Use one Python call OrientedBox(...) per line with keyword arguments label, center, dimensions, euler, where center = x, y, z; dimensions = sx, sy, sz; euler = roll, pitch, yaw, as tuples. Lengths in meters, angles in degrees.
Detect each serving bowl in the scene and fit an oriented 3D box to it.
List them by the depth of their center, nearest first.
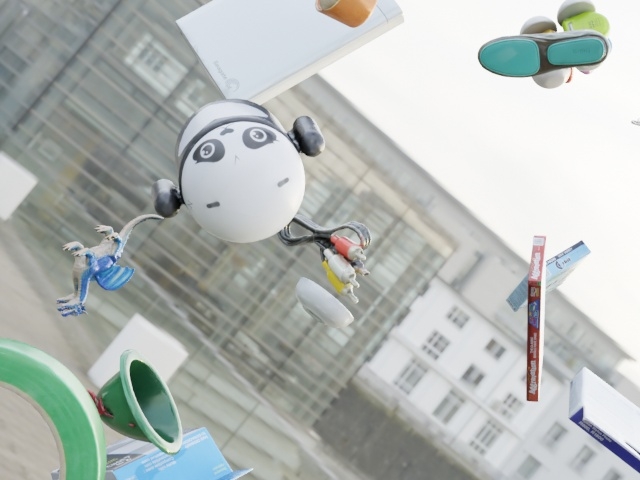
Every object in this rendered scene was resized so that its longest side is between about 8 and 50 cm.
OrientedBox(label="serving bowl", center=(0.000, 0.082, 1.236), dimensions=(0.083, 0.027, 0.083), euler=(38, -12, 9))

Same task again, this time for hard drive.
OrientedBox(label="hard drive", center=(-0.058, -0.399, 1.840), dimensions=(0.233, 0.353, 0.047), euler=(57, -6, 25))

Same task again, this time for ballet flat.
OrientedBox(label="ballet flat", center=(0.369, -0.311, 1.673), dimensions=(0.213, 0.072, 0.068), euler=(-2, 19, 12))

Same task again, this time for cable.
OrientedBox(label="cable", center=(0.000, 0.000, 1.967), dimensions=(0.072, 0.139, 0.287), euler=(-11, 33, -41))

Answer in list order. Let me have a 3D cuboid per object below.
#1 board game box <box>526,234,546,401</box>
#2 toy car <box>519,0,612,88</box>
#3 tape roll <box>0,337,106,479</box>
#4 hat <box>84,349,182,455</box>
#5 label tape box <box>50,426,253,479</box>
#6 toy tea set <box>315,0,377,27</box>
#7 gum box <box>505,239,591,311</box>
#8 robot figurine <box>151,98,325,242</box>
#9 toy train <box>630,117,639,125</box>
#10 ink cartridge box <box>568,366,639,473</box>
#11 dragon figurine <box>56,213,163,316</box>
OrientedBox(label="board game box", center=(0.399, 0.146, 1.868), dimensions=(0.027, 0.145, 0.281), euler=(4, -56, 15))
OrientedBox(label="toy car", center=(0.481, -0.365, 1.948), dimensions=(0.136, 0.182, 0.159), euler=(36, 38, -46))
OrientedBox(label="tape roll", center=(-0.441, 0.285, 1.292), dimensions=(0.321, 0.321, 0.077), euler=(39, -1, -3))
OrientedBox(label="hat", center=(-0.346, 0.282, 1.605), dimensions=(0.208, 0.184, 0.173), euler=(66, 8, 25))
OrientedBox(label="label tape box", center=(-0.349, 0.474, 2.074), dimensions=(0.348, 0.249, 0.115), euler=(-16, -89, 43))
OrientedBox(label="toy tea set", center=(0.065, -0.453, 1.356), dimensions=(0.124, 0.336, 0.200), euler=(30, -32, -28))
OrientedBox(label="gum box", center=(0.531, 0.085, 2.358), dimensions=(0.041, 0.157, 0.184), euler=(56, -22, 16))
OrientedBox(label="robot figurine", center=(-0.117, -0.105, 1.411), dimensions=(0.174, 0.209, 0.278), euler=(26, 13, -18))
OrientedBox(label="toy train", center=(0.770, -0.250, 2.200), dimensions=(0.166, 0.046, 0.125), euler=(29, 26, 28))
OrientedBox(label="ink cartridge box", center=(0.506, 0.327, 1.658), dimensions=(0.223, 0.045, 0.224), euler=(38, 19, 3))
OrientedBox(label="dragon figurine", center=(-0.462, 0.051, 2.178), dimensions=(0.085, 0.289, 0.144), euler=(21, -45, 42))
